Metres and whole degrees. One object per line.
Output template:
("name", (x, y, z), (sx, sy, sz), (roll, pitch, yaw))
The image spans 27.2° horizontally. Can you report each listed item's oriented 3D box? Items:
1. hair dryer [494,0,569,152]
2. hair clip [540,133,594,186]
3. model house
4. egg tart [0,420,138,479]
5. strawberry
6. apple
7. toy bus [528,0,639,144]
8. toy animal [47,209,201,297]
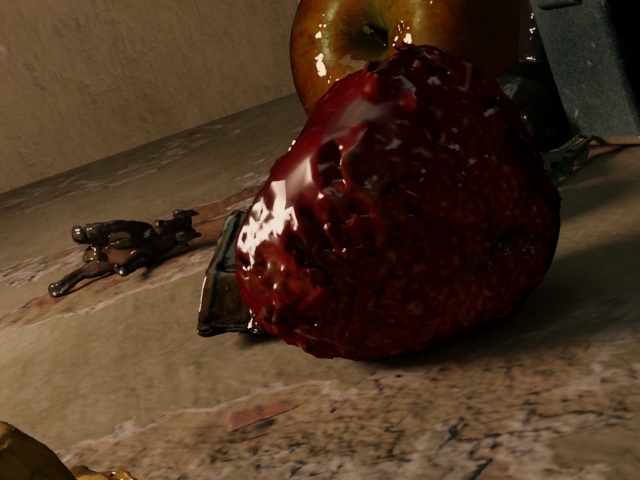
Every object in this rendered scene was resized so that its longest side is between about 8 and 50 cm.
("hair dryer", (0.255, -0.256, 1.647), (0.116, 0.302, 0.244), (6, 21, 24))
("hair clip", (0.262, -0.089, 1.492), (0.049, 0.049, 0.173), (-10, 9, 37))
("model house", (-0.026, 0.037, 1.270), (0.152, 0.106, 0.165), (-1, 54, 24))
("egg tart", (-0.247, 0.193, 0.827), (0.288, 0.118, 0.288), (-15, 8, 2))
("strawberry", (0.075, -0.016, 1.066), (0.220, 0.274, 0.274), (30, 36, 22))
("apple", (0.146, -0.290, 2.013), (0.384, 0.374, 0.374), (-56, 0, 19))
("toy bus", (0.354, -0.278, 1.539), (0.194, 0.323, 0.162), (-26, 14, -21))
("toy animal", (-0.265, 0.015, 1.785), (0.233, 0.084, 0.148), (-17, -7, 40))
